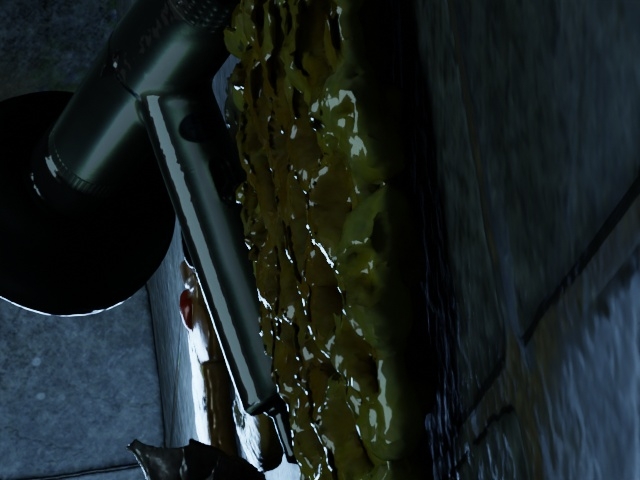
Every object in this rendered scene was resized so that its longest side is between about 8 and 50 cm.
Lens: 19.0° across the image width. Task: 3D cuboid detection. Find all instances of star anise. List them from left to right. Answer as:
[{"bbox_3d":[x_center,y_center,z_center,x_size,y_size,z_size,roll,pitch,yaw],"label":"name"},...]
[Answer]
[{"bbox_3d":[-0.069,0.162,1.228,0.056,0.129,0.124,-55,-12,-18],"label":"star anise"}]

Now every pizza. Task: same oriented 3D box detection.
[{"bbox_3d":[-0.049,0.021,1.246,0.181,0.034,0.262,129,135,-80],"label":"pizza"}]

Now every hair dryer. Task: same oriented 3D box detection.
[{"bbox_3d":[-0.108,-0.001,1.105,0.320,0.156,0.284,-32,56,59],"label":"hair dryer"}]

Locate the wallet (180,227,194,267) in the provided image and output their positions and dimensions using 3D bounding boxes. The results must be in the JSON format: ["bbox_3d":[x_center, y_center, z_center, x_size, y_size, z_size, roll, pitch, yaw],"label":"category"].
[{"bbox_3d":[-0.077,-0.015,1.342,0.157,0.018,0.082,15,-108,-82],"label":"wallet"}]

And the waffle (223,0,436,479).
[{"bbox_3d":[0.002,0.000,0.785,0.291,0.051,0.291,173,90,-82],"label":"waffle"}]

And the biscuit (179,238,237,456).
[{"bbox_3d":[-0.106,0.086,1.717,0.165,0.036,0.250,-129,34,-74],"label":"biscuit"}]
